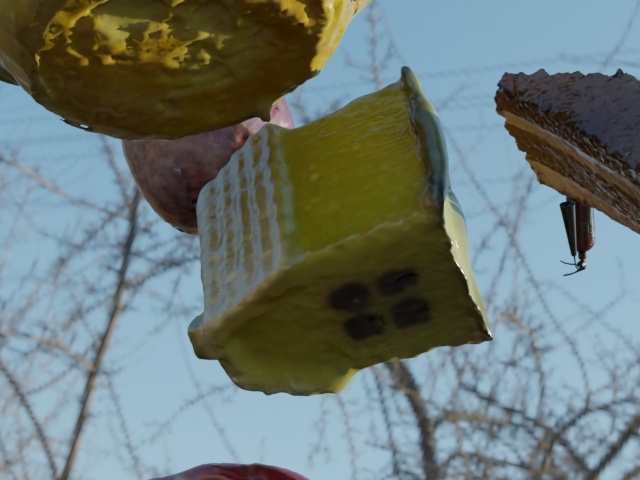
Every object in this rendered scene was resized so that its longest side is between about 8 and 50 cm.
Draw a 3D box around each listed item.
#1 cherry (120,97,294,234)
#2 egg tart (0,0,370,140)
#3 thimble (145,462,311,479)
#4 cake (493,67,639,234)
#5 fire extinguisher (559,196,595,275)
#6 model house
[{"bbox_3d":[-0.120,-0.119,1.433,0.175,0.249,0.192,-24,-17,0],"label":"cherry"},{"bbox_3d":[-0.105,-0.192,0.988,0.388,0.169,0.388,-13,-28,-7],"label":"egg tart"},{"bbox_3d":[-0.081,0.380,1.223,0.350,0.350,0.230,10,-33,17],"label":"thimble"},{"bbox_3d":[0.225,-0.047,0.971,0.295,0.113,0.116,22,-30,53],"label":"cake"},{"bbox_3d":[0.226,-0.012,1.228,0.032,0.100,0.046,-3,16,7],"label":"fire extinguisher"},{"bbox_3d":[0.000,0.000,1.113,0.234,0.193,0.175,-15,-47,5],"label":"model house"}]
